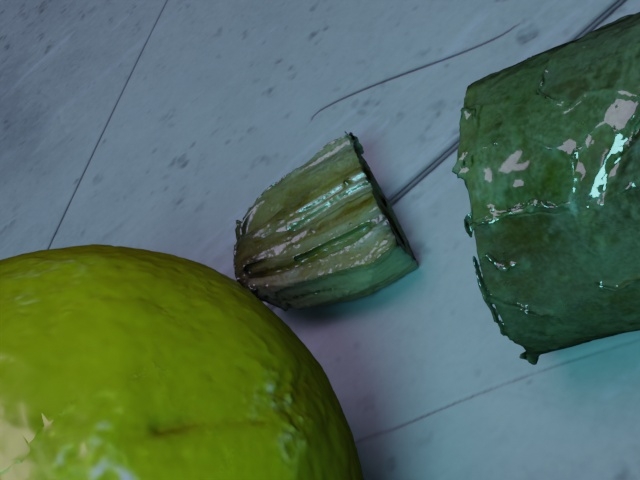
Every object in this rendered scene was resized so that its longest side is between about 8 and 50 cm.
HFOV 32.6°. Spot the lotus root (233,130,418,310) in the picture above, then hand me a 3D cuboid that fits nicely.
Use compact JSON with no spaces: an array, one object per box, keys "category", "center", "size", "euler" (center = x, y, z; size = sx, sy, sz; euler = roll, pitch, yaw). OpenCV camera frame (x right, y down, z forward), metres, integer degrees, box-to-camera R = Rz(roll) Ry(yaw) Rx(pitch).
[{"category":"lotus root","center":[0.002,0.001,0.889],"size":[0.144,0.070,0.143],"euler":[-25,47,17]}]

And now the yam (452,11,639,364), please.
[{"category":"yam","center":[0.228,-0.051,0.634],"size":[0.300,0.195,0.195],"euler":[-19,44,31]}]

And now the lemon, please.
[{"category":"lemon","center":[-0.131,0.173,0.645],"size":[0.347,0.348,0.348],"euler":[-24,42,24]}]
